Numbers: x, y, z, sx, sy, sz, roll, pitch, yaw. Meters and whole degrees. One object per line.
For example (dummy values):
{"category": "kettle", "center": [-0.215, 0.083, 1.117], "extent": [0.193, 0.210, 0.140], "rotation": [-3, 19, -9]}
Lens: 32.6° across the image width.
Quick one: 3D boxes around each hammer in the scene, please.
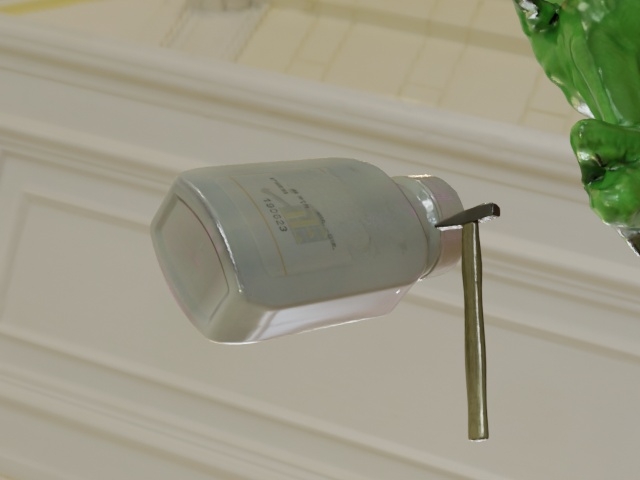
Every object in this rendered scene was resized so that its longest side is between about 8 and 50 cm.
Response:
{"category": "hammer", "center": [0.124, 0.067, 0.907], "extent": [0.013, 0.062, 0.199], "rotation": [22, -119, -44]}

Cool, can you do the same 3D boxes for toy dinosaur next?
{"category": "toy dinosaur", "center": [0.270, -0.131, 0.866], "extent": [0.500, 0.144, 0.375], "rotation": [19, -130, -53]}

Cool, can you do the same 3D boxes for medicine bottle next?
{"category": "medicine bottle", "center": [0.000, 0.000, 1.021], "extent": [0.296, 0.161, 0.111], "rotation": [-10, -32, -40]}
